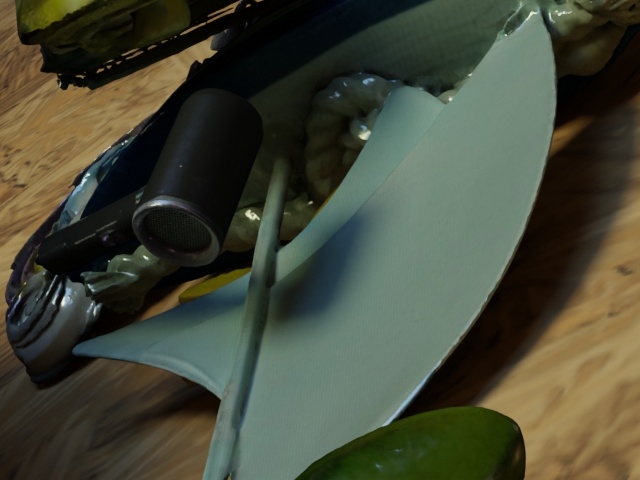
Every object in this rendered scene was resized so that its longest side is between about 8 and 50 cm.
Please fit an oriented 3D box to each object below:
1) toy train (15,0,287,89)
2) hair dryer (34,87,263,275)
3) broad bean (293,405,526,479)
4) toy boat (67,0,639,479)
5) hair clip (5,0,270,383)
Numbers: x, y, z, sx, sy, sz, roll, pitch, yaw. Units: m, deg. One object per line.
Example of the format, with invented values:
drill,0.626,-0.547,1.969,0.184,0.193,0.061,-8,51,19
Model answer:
toy train,-0.021,-0.150,0.631,0.261,0.134,0.177,-24,3,5
hair dryer,-0.052,-0.008,0.550,0.083,0.026,0.047,-27,32,42
broad bean,-0.043,0.108,0.352,0.227,0.039,0.069,-46,14,-29
toy boat,0.000,0.000,0.528,0.220,0.067,0.291,-29,21,21
hair clip,-0.065,-0.016,0.729,0.172,0.049,0.116,-49,7,-17
